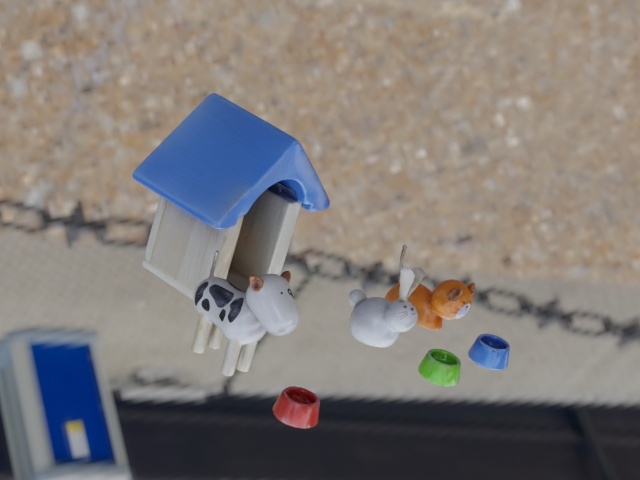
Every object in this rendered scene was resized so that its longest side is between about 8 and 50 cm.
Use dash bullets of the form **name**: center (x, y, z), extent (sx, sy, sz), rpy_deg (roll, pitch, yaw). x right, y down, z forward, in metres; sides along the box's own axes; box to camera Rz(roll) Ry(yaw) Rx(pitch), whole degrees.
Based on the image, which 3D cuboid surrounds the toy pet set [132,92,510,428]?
- **toy pet set**: center (0.000, 0.000, 0.636), extent (0.122, 0.114, 0.065), rpy_deg (-11, 126, -50)
